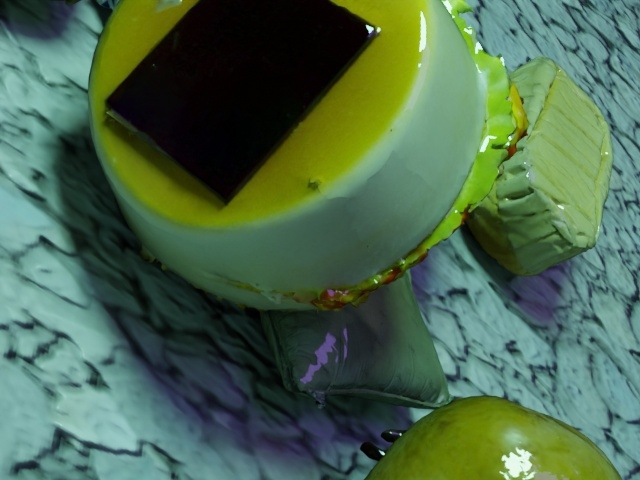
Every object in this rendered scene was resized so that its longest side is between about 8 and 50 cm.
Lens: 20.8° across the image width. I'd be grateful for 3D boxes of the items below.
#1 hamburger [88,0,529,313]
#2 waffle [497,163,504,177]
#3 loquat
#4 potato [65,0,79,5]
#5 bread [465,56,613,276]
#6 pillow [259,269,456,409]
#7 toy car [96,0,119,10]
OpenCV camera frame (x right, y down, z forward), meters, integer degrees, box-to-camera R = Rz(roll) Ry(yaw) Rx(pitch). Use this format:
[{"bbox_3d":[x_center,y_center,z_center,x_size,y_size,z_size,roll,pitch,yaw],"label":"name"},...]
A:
[{"bbox_3d":[-0.020,-0.084,1.210,0.294,0.276,0.179,35,-10,25],"label":"hamburger"},{"bbox_3d":[0.054,-0.194,1.443,0.213,0.091,0.308,-115,-175,-80],"label":"waffle"},{"bbox_3d":[0.120,0.201,1.220,0.213,0.213,0.213,34,38,-32],"label":"loquat"},{"bbox_3d":[-0.245,-0.298,1.210,0.300,0.140,0.173,40,74,-25],"label":"potato"},{"bbox_3d":[0.199,-0.067,1.646,0.140,0.106,0.236,46,34,-19],"label":"bread"},{"bbox_3d":[0.000,0.000,1.347,0.185,0.075,0.302,10,51,-46],"label":"pillow"},{"bbox_3d":[-0.142,-0.220,1.351,0.080,0.070,0.170,2,62,-53],"label":"toy car"}]
